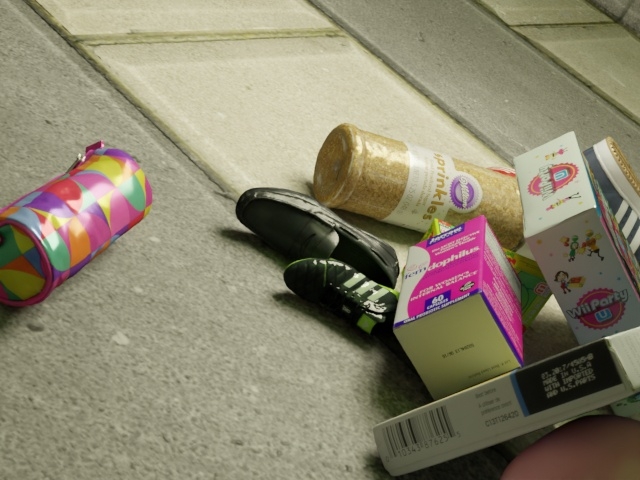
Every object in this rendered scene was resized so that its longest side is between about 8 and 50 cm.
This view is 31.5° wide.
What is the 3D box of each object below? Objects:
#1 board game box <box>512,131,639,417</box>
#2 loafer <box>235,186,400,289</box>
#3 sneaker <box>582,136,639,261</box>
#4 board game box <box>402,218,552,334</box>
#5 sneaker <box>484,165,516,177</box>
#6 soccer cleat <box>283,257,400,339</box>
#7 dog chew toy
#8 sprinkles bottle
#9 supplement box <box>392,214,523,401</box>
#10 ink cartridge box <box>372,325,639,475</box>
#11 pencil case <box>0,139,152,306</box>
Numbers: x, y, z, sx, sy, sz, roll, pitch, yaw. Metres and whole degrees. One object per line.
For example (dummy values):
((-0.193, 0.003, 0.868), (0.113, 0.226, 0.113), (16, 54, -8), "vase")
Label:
((0.359, 0.043, 1.481), (0.303, 0.098, 0.224), (57, 19, -24), "board game box")
((0.000, 0.000, 1.400), (0.223, 0.076, 0.078), (25, 21, -16), "loafer")
((0.472, -0.021, 1.858), (0.282, 0.153, 0.099), (55, 21, -17), "sneaker")
((0.209, 0.049, 1.494), (0.181, 0.092, 0.043), (22, 31, -14), "board game box")
((0.339, -0.056, 1.786), (0.221, 0.087, 0.128), (37, 31, 11), "sneaker")
((0.040, 0.072, 1.343), (0.179, 0.060, 0.072), (22, 31, -20), "soccer cleat")
((0.305, 0.327, 1.047), (0.207, 0.206, 0.331), (-3, 50, -44), "dog chew toy")
((0.169, -0.063, 1.607), (0.356, 0.121, 0.121), (14, 32, -25), "sprinkles bottle")
((0.167, 0.076, 1.346), (0.114, 0.111, 0.220), (59, 19, -16), "supplement box")
((0.262, 0.149, 1.181), (0.307, 0.304, 0.072), (-10, 74, -48), "ink cartridge box")
((-0.265, -0.021, 1.176), (0.104, 0.104, 0.236), (31, 28, 2), "pencil case")
